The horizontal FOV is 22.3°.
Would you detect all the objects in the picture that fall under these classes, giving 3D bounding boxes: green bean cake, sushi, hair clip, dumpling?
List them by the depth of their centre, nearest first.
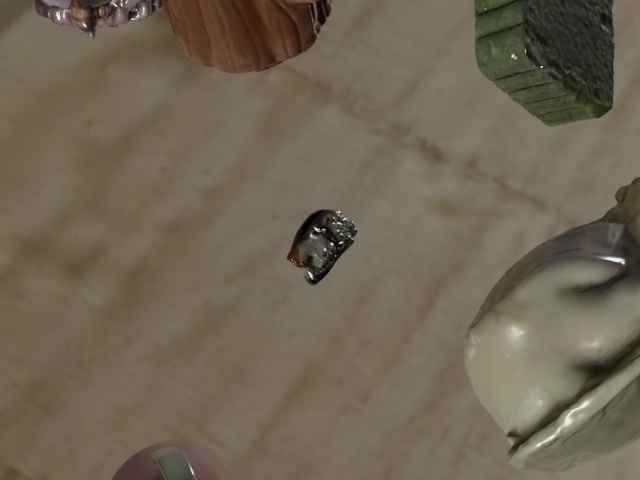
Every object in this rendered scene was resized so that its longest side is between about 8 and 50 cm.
[{"bbox_3d":[0.207,0.050,1.264,0.175,0.243,0.227,7,-48,-30],"label":"dumpling"},{"bbox_3d":[0.000,0.000,1.541,0.044,0.046,0.083,-34,15,46],"label":"sushi"},{"bbox_3d":[0.247,-0.239,1.810,0.185,0.094,0.183,30,-122,-46],"label":"green bean cake"},{"bbox_3d":[-0.291,-0.311,2.115,0.300,0.173,0.069,-102,14,-75],"label":"hair clip"}]

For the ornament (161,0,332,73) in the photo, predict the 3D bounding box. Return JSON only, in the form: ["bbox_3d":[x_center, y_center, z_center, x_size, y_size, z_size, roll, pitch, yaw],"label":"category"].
[{"bbox_3d":[-0.093,-0.309,1.672,0.217,0.235,0.221,74,-159,-49],"label":"ornament"}]

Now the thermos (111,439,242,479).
[{"bbox_3d":[-0.120,0.270,1.501,0.146,0.176,0.265,-21,8,-11],"label":"thermos"}]
